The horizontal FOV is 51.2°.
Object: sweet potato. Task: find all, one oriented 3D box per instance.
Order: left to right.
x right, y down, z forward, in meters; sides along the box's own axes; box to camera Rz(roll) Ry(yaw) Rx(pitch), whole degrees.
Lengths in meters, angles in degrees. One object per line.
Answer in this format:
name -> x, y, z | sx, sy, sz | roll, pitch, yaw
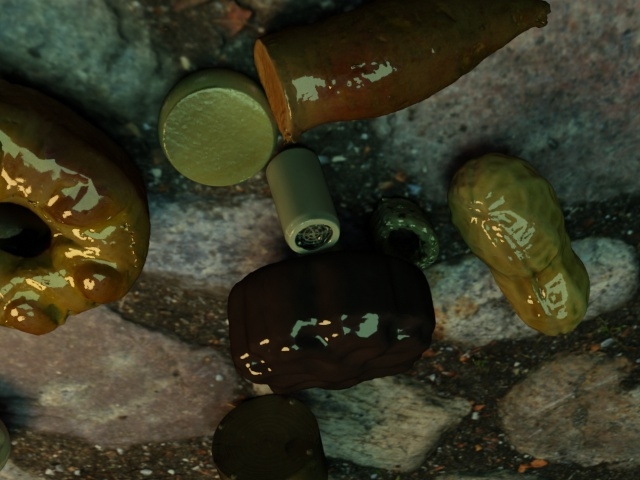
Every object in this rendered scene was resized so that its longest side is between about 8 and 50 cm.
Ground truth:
sweet potato -> 0.094, -0.210, 0.734 | 0.337, 0.131, 0.131 | -16, 127, 4

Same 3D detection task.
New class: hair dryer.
hair dryer -> 0.000, 0.000, 0.894 | 0.073, 0.131, 0.236 | -20, 140, 3

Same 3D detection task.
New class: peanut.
peanut -> 0.278, 0.010, 0.914 | 0.147, 0.147, 0.305 | -29, 125, 13

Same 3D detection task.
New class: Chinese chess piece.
Chinese chess piece -> -0.122, -0.135, 0.804 | 0.144, 0.058, 0.144 | -5, 127, -7

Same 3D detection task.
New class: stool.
stool -> -0.071, 0.416, 1.145 | 0.179, 0.179, 0.264 | -10, 128, -1

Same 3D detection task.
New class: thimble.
thimble -> 0.114, -0.009, 0.928 | 0.085, 0.062, 0.110 | -29, 126, 12

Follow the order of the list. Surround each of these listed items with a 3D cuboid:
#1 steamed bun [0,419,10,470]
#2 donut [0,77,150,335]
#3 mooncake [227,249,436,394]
steamed bun -> -0.575, 0.307, 1.038 | 0.183, 0.106, 0.182 | -5, 124, -7
donut -> -0.358, -0.038, 0.783 | 0.300, 0.150, 0.317 | -12, 127, 1
mooncake -> 0.016, 0.118, 0.893 | 0.283, 0.141, 0.283 | -8, 157, -4
